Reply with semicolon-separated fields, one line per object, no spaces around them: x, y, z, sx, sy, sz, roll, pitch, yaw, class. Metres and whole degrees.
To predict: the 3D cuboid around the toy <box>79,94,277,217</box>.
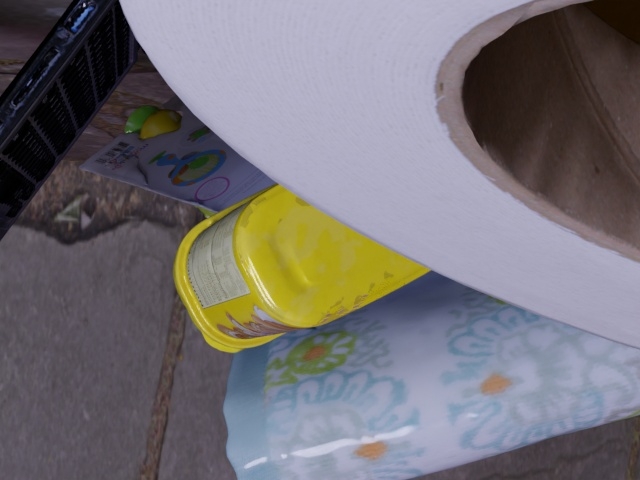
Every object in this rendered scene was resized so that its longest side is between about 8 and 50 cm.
-0.065;-0.057;1.201;0.137;0.056;0.237;-40;-143;-25;toy

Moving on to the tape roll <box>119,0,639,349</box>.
0.137;-0.042;0.407;0.392;0.072;0.392;17;164;5;tape roll

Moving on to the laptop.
-0.051;-0.032;0.917;0.236;0.408;0.382;37;175;-5;laptop

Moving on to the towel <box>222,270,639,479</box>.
0.109;0.017;1.040;0.320;0.090;0.374;-19;-156;13;towel

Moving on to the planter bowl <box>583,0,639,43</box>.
0.155;-0.080;0.555;0.217;0.090;0.217;16;163;5;planter bowl

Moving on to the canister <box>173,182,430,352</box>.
0.000;0.000;0.781;0.126;0.073;0.170;-27;-179;-15;canister
